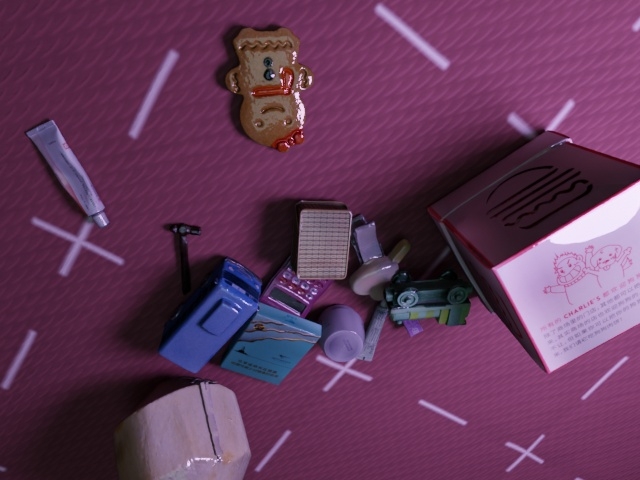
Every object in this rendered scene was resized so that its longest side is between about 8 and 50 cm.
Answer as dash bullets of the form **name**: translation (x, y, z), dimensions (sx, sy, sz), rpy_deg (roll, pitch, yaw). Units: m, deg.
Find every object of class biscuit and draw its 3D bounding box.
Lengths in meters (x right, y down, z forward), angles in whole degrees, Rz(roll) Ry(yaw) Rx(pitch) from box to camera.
- **biscuit**: translation (-0.094, -0.277, 0.820), dimensions (0.165, 0.036, 0.226), rpy_deg (-3, 115, -8)

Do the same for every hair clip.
- **hair clip**: translation (0.129, 0.044, 0.986), dimensions (0.158, 0.071, 0.219), rpy_deg (-22, 120, 0)

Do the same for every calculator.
- **calculator**: translation (-0.048, 0.097, 1.002), dimensions (0.126, 0.034, 0.191), rpy_deg (34, 100, -19)

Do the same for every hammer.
- **hammer**: translation (-0.292, 0.046, 0.950), dimensions (0.065, 0.021, 0.179), rpy_deg (2, 115, -9)

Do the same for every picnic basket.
- **picnic basket**: translation (0.000, 0.000, 0.919), dimensions (0.115, 0.079, 0.164), rpy_deg (1, 105, -14)

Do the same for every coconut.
- **coconut**: translation (-0.315, 0.469, 1.008), dimensions (0.322, 0.323, 0.323), rpy_deg (-3, 115, -6)

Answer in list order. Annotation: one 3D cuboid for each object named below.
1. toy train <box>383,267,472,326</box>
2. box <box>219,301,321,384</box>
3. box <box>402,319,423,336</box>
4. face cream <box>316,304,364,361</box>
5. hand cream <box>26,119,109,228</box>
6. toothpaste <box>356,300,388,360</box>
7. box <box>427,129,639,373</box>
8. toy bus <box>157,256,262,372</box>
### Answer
- **toy train**: translation (0.239, 0.136, 0.978), dimensions (0.200, 0.083, 0.132), rpy_deg (-3, 123, -2)
- **box**: translation (-0.120, 0.249, 1.024), dimensions (0.161, 0.042, 0.229), rpy_deg (23, 127, -17)
- **box**: translation (0.207, 0.175, 1.061), dimensions (0.036, 0.051, 0.117), rpy_deg (-28, 117, 4)
- **face cream**: translation (0.047, 0.218, 1.029), dimensions (0.117, 0.104, 0.117), rpy_deg (-2, 114, -5)
- **hand cream**: translation (-0.480, -0.120, 0.845), dimensions (0.052, 0.038, 0.216), rpy_deg (-31, 111, -19)
- **toothpaste**: translation (0.134, 0.223, 1.086), dimensions (0.048, 0.029, 0.197), rpy_deg (11, 115, -10)
- **box**: translation (0.459, 0.014, 0.881), dimensions (0.314, 0.300, 0.312), rpy_deg (-33, 115, 8)
- **toy bus**: translation (-0.237, 0.163, 0.949), dimensions (0.116, 0.134, 0.234), rpy_deg (38, 105, -21)
